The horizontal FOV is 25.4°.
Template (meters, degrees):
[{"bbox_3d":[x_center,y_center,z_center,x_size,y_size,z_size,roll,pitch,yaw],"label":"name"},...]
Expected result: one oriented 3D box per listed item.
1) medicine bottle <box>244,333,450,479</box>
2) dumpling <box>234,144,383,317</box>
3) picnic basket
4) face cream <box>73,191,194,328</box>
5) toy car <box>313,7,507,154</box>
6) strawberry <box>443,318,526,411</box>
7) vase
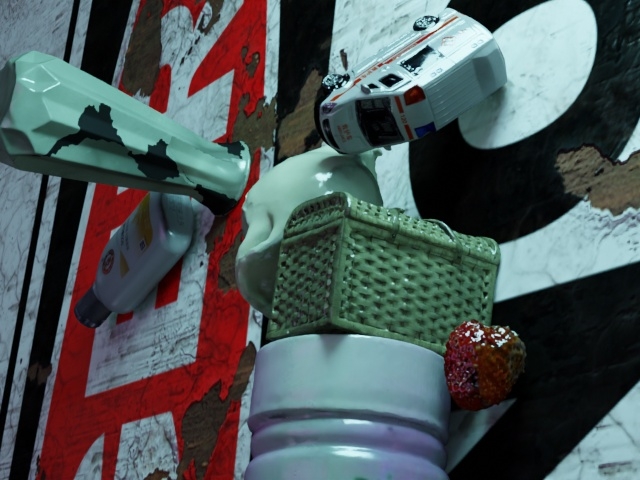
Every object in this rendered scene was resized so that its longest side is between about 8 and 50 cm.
[{"bbox_3d":[0.024,0.275,1.396,0.212,0.212,0.325,-26,53,51],"label":"medicine bottle"},{"bbox_3d":[0.000,0.000,1.592,0.147,0.193,0.258,8,39,40],"label":"dumpling"},{"bbox_3d":[0.067,0.043,1.465,0.134,0.196,0.154,-20,59,57],"label":"picnic basket"},{"bbox_3d":[-0.290,0.035,2.176,0.291,0.071,0.144,-45,39,39],"label":"face cream"},{"bbox_3d":[0.098,-0.160,1.534,0.209,0.089,0.108,-33,41,-15],"label":"toy car"},{"bbox_3d":[0.158,0.123,1.381,0.083,0.083,0.096,-32,17,48],"label":"strawberry"},{"bbox_3d":[-0.278,-0.136,1.958,0.165,0.360,0.165,-34,47,46],"label":"vase"}]
